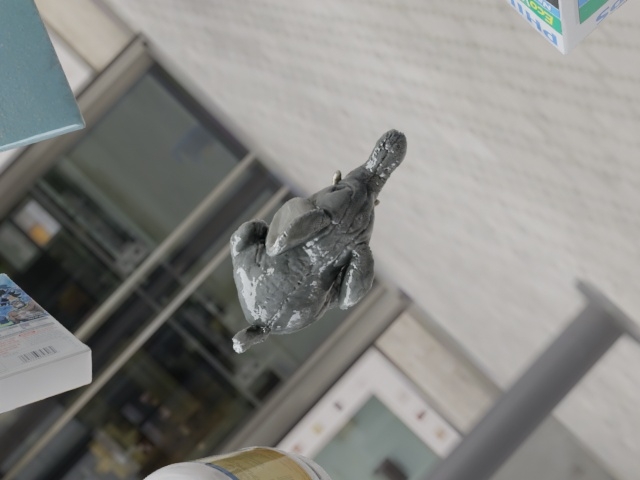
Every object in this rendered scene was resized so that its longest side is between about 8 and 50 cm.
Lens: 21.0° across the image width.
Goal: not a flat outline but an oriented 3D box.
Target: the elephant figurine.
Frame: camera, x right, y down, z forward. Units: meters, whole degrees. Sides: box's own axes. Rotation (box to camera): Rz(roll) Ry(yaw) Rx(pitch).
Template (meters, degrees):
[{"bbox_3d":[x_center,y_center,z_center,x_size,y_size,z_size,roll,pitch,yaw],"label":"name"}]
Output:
[{"bbox_3d":[0.000,0.000,2.039,0.239,0.169,0.186,-39,61,47],"label":"elephant figurine"}]

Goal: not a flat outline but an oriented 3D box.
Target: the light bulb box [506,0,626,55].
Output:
[{"bbox_3d":[0.225,-0.461,1.951,0.358,0.225,0.361,46,174,23],"label":"light bulb box"}]

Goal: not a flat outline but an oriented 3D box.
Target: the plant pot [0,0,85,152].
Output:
[{"bbox_3d":[-0.437,-0.224,1.882,0.248,0.252,0.247,-125,14,-53],"label":"plant pot"}]

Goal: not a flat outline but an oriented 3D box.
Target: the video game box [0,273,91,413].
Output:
[{"bbox_3d":[-0.358,0.112,1.689,0.187,0.205,0.048,36,133,44],"label":"video game box"}]

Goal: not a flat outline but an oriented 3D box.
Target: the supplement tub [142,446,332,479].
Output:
[{"bbox_3d":[-0.077,0.266,1.583,0.144,0.144,0.200,41,-162,21],"label":"supplement tub"}]
